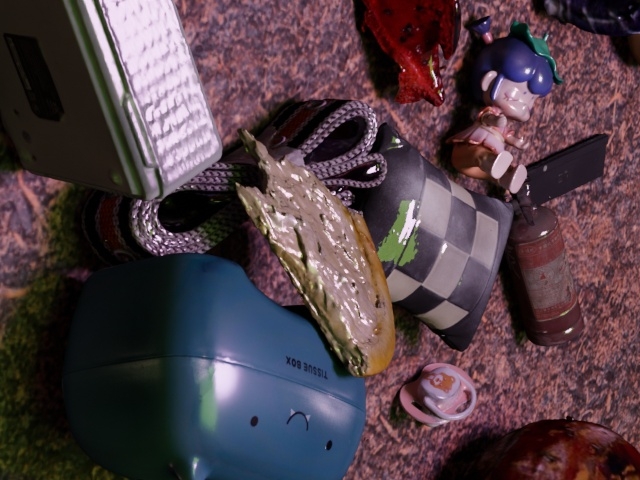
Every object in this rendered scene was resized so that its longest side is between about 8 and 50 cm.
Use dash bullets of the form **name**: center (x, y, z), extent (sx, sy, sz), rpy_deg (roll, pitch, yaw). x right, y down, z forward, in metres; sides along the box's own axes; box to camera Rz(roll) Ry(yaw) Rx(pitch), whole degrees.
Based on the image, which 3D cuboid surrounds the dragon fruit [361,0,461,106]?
- **dragon fruit**: center (0.117, -0.238, 1.749), extent (0.092, 0.122, 0.192), rpy_deg (-44, 127, -53)

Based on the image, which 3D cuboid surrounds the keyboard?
- **keyboard**: center (0.305, -0.086, 2.070), extent (0.195, 0.018, 0.060), rpy_deg (-23, 122, -44)

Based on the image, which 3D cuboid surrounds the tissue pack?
- **tissue pack**: center (-0.094, 0.144, 1.508), extent (0.287, 0.198, 0.206), rpy_deg (29, 59, -51)

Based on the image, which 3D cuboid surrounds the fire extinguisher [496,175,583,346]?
- **fire extinguisher**: center (0.269, 0.014, 1.980), extent (0.075, 0.106, 0.252), rpy_deg (-29, 121, -19)

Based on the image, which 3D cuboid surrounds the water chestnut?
- **water chestnut**: center (0.319, 0.375, 1.948), extent (0.335, 0.347, 0.335), rpy_deg (4, 85, -51)

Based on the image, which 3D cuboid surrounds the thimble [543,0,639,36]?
- **thimble**: center (0.373, -0.349, 1.941), extent (0.150, 0.237, 0.237), rpy_deg (-10, 106, -44)

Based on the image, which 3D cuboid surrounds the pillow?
- **pillow**: center (0.111, 0.000, 1.798), extent (0.250, 0.106, 0.186), rpy_deg (30, 76, -43)

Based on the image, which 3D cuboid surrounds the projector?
- **projector**: center (-0.205, -0.165, 1.338), extent (0.099, 0.192, 0.256), rpy_deg (-37, 124, -32)

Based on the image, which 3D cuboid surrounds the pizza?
- **pizza**: center (0.000, 0.000, 1.533), extent (0.262, 0.034, 0.181), rpy_deg (55, 26, -21)

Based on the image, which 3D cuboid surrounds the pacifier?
- **pacifier**: center (0.137, 0.190, 1.903), extent (0.099, 0.081, 0.078), rpy_deg (-36, 151, -38)

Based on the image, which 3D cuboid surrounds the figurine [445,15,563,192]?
- **figurine**: center (0.206, -0.161, 1.880), extent (0.111, 0.102, 0.195), rpy_deg (38, 73, -49)

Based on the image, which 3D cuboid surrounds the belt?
- **belt**: center (-0.076, -0.054, 1.582), extent (0.359, 0.094, 0.126), rpy_deg (-19, 108, -47)

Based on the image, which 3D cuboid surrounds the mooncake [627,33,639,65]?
- **mooncake**: center (0.470, -0.341, 2.121), extent (0.235, 0.117, 0.234), rpy_deg (-26, 121, -54)
